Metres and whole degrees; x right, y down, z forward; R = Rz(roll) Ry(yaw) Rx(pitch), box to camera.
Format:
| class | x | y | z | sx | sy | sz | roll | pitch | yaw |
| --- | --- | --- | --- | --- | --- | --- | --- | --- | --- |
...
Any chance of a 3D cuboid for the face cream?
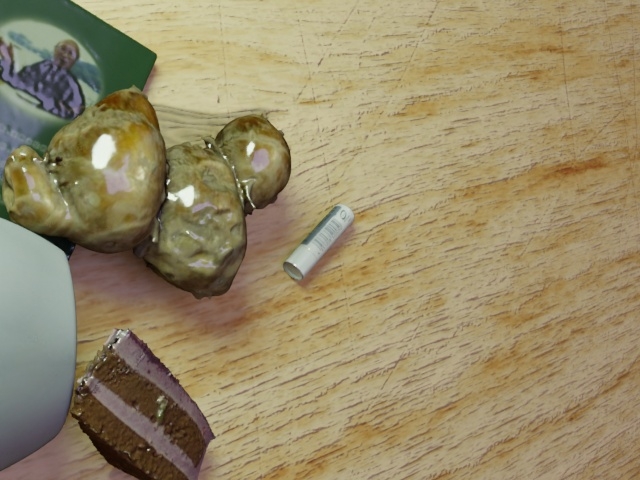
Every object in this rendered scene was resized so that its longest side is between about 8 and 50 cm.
| class | x | y | z | sx | sy | sz | roll | pitch | yaw |
| --- | --- | --- | --- | --- | --- | --- | --- | --- | --- |
| face cream | -0.444 | 0.110 | 0.828 | 0.357 | 0.219 | 0.312 | 1 | 96 | -31 |

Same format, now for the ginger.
| class | x | y | z | sx | sy | sz | roll | pitch | yaw |
| --- | --- | --- | --- | --- | --- | --- | --- | --- | --- |
| ginger | -0.208 | -0.062 | 1.017 | 0.375 | 0.176 | 0.256 | 9 | 96 | -42 |

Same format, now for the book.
| class | x | y | z | sx | sy | sz | roll | pitch | yaw |
| --- | --- | --- | --- | --- | --- | --- | --- | --- | --- |
| book | -0.379 | -0.136 | 1.005 | 0.260 | 0.043 | 0.371 | 30 | 72 | -33 |

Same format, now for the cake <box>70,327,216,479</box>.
| class | x | y | z | sx | sy | sz | roll | pitch | yaw |
| --- | --- | --- | --- | --- | --- | --- | --- | --- | --- |
| cake | -0.224 | 0.211 | 0.987 | 0.295 | 0.112 | 0.116 | 75 | 35 | -53 |

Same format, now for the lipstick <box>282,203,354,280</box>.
| class | x | y | z | sx | sy | sz | roll | pitch | yaw |
| --- | --- | --- | --- | --- | --- | --- | --- | --- | --- |
| lipstick | 0.000 | 0.000 | 1.260 | 0.141 | 0.040 | 0.040 | -49 | 113 | -27 |
